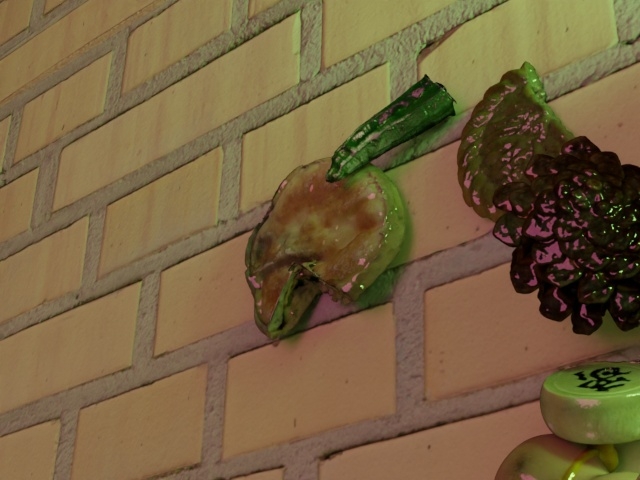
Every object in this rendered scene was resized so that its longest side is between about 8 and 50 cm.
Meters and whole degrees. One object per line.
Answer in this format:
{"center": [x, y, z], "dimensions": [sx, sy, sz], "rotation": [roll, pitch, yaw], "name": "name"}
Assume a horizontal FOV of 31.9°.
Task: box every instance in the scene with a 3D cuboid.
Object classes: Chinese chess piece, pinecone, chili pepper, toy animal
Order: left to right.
{"center": [0.099, -0.158, 1.708], "dimensions": [0.227, 0.059, 0.088], "rotation": [-38, 43, -4], "name": "chili pepper"}
{"center": [0.288, 0.296, 1.240], "dimensions": [0.248, 0.149, 0.165], "rotation": [21, 88, 63], "name": "toy animal"}
{"center": [0.320, 0.006, 1.328], "dimensions": [0.203, 0.201, 0.228], "rotation": [-30, 52, 25], "name": "pinecone"}
{"center": [0.322, 0.181, 1.270], "dimensions": [0.144, 0.144, 0.058], "rotation": [2, 104, 47], "name": "Chinese chess piece"}

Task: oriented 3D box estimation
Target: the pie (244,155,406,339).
{"center": [0.000, 0.000, 1.762], "dimensions": [0.338, 0.075, 0.337], "rotation": [-29, 44, 33], "name": "pie"}

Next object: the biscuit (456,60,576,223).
{"center": [0.269, -0.119, 1.578], "dimensions": [0.187, 0.036, 0.273], "rotation": [-42, 43, 21], "name": "biscuit"}
